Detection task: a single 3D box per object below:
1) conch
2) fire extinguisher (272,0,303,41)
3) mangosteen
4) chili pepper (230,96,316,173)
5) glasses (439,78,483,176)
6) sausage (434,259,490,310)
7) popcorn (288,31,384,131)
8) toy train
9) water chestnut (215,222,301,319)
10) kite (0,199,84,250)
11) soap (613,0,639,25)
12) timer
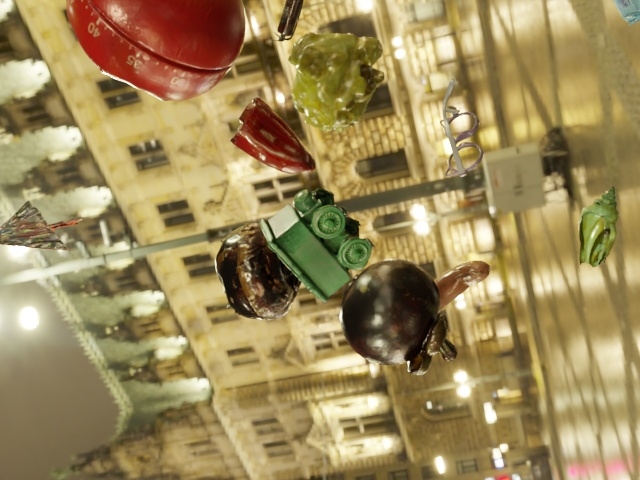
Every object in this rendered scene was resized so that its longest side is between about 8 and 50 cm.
[{"bbox_3d":[0.633,-0.027,1.886,0.095,0.079,0.201,-135,40,-66],"label":"conch"},{"bbox_3d":[-0.079,-0.588,2.161,0.043,0.064,0.158,-16,-49,-54],"label":"fire extinguisher"},{"bbox_3d":[0.169,0.163,1.708,0.228,0.265,0.228,-55,-9,-14],"label":"mangosteen"},{"bbox_3d":[-0.117,-0.256,2.221,0.252,0.136,0.144,37,-170,-14],"label":"chili pepper"},{"bbox_3d":[0.187,-0.172,1.197,0.104,0.062,0.140,49,-148,-43],"label":"glasses"},{"bbox_3d":[0.249,0.139,1.837,0.078,0.304,0.078,38,-159,-18],"label":"sausage"},{"bbox_3d":[0.039,-0.419,2.187,0.235,0.241,0.250,-64,-14,-49],"label":"popcorn"},{"bbox_3d":[0.000,0.000,2.038,0.266,0.202,0.145,49,-174,-29],"label":"toy train"},{"bbox_3d":[-0.155,0.087,2.433,0.300,0.300,0.300,-12,-90,-80],"label":"water chestnut"},{"bbox_3d":[-0.529,-0.017,1.536,0.232,0.189,0.009,95,159,-68],"label":"kite"},{"bbox_3d":[0.669,-0.618,1.802,0.293,0.156,0.077,55,158,-11],"label":"soap"},{"bbox_3d":[-0.342,-0.485,1.762,0.378,0.279,0.378,28,-143,-23],"label":"timer"}]
